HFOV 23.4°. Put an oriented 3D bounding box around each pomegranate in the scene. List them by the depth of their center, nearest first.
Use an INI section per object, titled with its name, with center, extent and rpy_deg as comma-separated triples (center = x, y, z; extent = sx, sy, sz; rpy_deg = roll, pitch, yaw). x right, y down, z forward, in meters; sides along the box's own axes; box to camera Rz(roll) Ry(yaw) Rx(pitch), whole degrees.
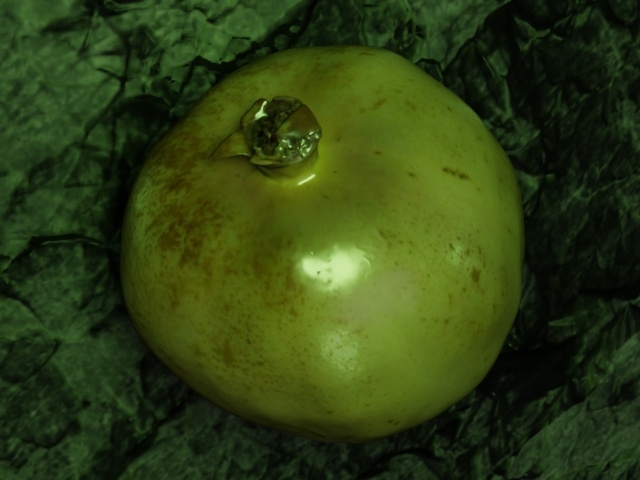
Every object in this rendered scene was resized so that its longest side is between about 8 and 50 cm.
[pomegranate]
center = 0.000, 0.000, 1.148
extent = 0.319, 0.319, 0.319
rpy_deg = -18, 126, -26
